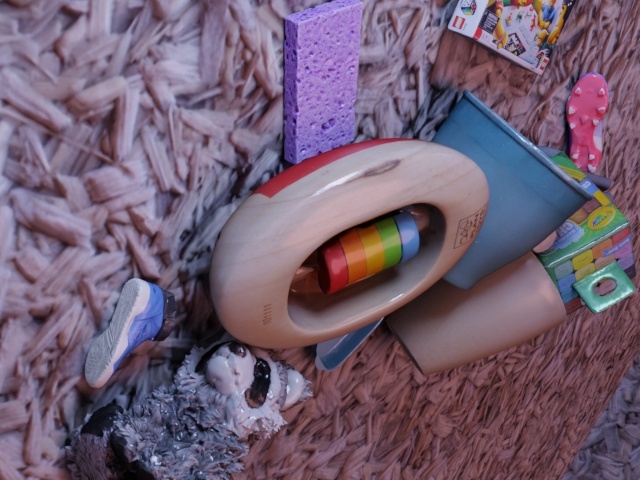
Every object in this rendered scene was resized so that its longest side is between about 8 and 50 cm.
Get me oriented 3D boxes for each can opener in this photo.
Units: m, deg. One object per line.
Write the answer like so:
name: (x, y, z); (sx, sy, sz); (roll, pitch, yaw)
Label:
can opener: (0.520, -0.124, 1.700); (0.280, 0.093, 0.074); (13, 68, -37)

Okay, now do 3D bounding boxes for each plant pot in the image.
plant pot: (0.270, 0.125, 1.543); (0.274, 0.256, 0.256); (-34, 142, -2)
plant pot: (0.262, -0.067, 1.364); (0.255, 0.271, 0.272); (-50, 147, 16)

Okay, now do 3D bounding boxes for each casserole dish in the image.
casserole dish: (0.046, 0.147, 1.440); (0.188, 0.037, 0.114); (-45, 142, -18)

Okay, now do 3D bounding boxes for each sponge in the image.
sponge: (0.002, -0.216, 1.118); (0.117, 0.031, 0.210); (-27, 135, -35)

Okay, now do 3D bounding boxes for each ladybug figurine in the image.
ladybug figurine: (0.039, -0.013, 1.155); (0.449, 0.162, 0.305); (-19, 136, -24)

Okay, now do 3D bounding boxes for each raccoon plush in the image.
raccoon plush: (-0.212, 0.309, 1.203); (0.299, 0.216, 0.446); (-35, 170, -49)

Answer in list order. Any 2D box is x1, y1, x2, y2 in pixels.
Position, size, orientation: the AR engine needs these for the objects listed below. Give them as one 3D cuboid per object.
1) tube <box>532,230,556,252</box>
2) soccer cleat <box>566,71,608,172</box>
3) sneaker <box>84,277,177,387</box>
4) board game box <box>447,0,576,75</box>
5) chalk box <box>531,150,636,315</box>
tube: (0.345, -0.055, 1.501); (0.052, 0.207, 0.080); (-18, 132, -21)
soccer cleat: (0.565, -0.255, 1.731); (0.095, 0.083, 0.248); (-65, 152, -44)
sneaker: (-0.240, 0.128, 1.067); (0.085, 0.058, 0.152); (26, 89, -46)
board game box: (0.330, -0.394, 1.335); (0.305, 0.053, 0.193); (2, 115, -55)
chalk box: (0.473, 0.009, 1.552); (0.180, 0.289, 0.179); (-30, 136, 0)
